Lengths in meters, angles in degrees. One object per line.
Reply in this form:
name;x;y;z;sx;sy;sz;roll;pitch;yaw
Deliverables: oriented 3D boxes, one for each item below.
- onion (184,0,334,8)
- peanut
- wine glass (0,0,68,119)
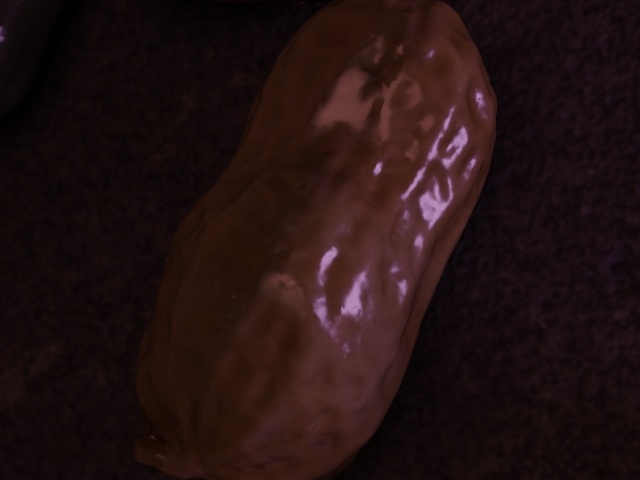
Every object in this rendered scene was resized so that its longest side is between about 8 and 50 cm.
onion;-0.041;-0.246;0.942;0.207;0.216;0.206;-4;74;14
peanut;0.000;0.003;0.910;0.143;0.159;0.291;28;84;-11
wine glass;-0.206;-0.124;1.004;0.103;0.103;0.231;27;80;15
